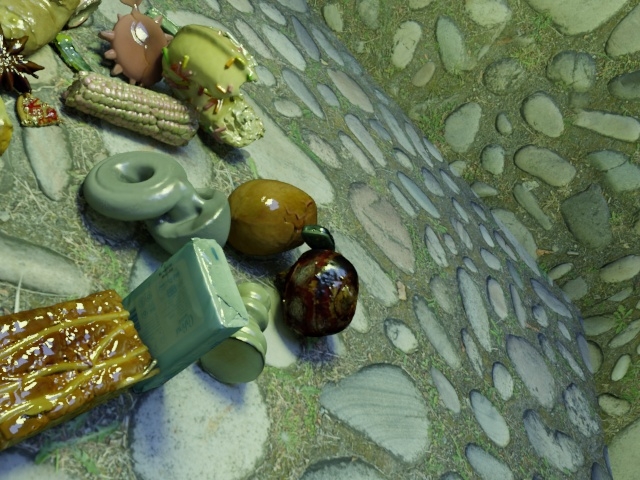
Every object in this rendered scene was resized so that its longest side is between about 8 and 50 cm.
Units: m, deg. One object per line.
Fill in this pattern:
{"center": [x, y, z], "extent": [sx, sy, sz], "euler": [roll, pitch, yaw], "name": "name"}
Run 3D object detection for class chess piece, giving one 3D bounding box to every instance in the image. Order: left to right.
{"center": [-0.167, 0.179, 1.265], "extent": [0.133, 0.133, 0.243], "euler": [41, 27, -18], "name": "chess piece"}

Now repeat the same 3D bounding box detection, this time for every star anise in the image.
{"center": [-0.661, -0.370, 1.209], "extent": [0.168, 0.057, 0.168], "euler": [4, 85, -49], "name": "star anise"}

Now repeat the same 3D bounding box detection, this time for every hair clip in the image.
{"center": [-0.601, -0.448, 1.444], "extent": [0.188, 0.033, 0.060], "euler": [47, 28, -1], "name": "hair clip"}

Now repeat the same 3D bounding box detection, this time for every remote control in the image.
{"center": [0.000, 0.000, 1.481], "extent": [0.222, 0.072, 0.042], "euler": [56, 41, -75], "name": "remote control"}

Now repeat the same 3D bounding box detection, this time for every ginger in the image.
{"center": [-0.663, -0.513, 1.324], "extent": [0.138, 0.152, 0.267], "euler": [42, 54, -19], "name": "ginger"}

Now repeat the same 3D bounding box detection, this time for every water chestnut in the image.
{"center": [-0.015, 0.133, 1.463], "extent": [0.224, 0.238, 0.223], "euler": [7, 90, -69], "name": "water chestnut"}

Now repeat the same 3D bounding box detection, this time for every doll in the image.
{"center": [-0.484, -0.526, 1.561], "extent": [0.211, 0.093, 0.262], "euler": [-22, 107, -40], "name": "doll"}

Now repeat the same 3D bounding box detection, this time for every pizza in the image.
{"center": [-0.615, -0.290, 1.255], "extent": [0.099, 0.029, 0.100], "euler": [56, 30, 10], "name": "pizza"}

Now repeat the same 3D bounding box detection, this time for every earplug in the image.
{"center": [-0.346, -0.076, 1.269], "extent": [0.325, 0.175, 0.214], "euler": [31, 39, -15], "name": "earplug"}

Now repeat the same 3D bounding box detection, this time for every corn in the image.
{"center": [-0.454, -0.323, 1.433], "extent": [0.335, 0.126, 0.126], "euler": [12, 47, -42], "name": "corn"}

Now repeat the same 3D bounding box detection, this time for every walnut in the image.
{"center": [-0.116, -0.062, 1.504], "extent": [0.298, 0.203, 0.203], "euler": [-15, 69, -45], "name": "walnut"}

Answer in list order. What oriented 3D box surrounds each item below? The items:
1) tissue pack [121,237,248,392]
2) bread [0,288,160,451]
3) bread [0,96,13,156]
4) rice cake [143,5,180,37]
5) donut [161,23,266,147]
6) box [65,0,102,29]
{"center": [-0.256, 0.136, 1.043], "extent": [0.089, 0.263, 0.177], "euler": [8, 51, -54], "name": "tissue pack"}
{"center": [-0.415, 0.193, 0.918], "extent": [0.185, 0.114, 0.275], "euler": [57, 32, 11], "name": "bread"}
{"center": [-0.708, -0.205, 0.903], "extent": [0.236, 0.165, 0.375], "euler": [51, 30, 9], "name": "bread"}
{"center": [-0.449, -0.642, 1.816], "extent": [0.211, 0.038, 0.124], "euler": [37, 2, -29], "name": "rice cake"}
{"center": [-0.291, -0.414, 1.558], "extent": [0.307, 0.150, 0.371], "euler": [39, -17, 11], "name": "donut"}
{"center": [-0.642, -0.628, 1.479], "extent": [0.135, 0.151, 0.151], "euler": [49, 29, -20], "name": "box"}
